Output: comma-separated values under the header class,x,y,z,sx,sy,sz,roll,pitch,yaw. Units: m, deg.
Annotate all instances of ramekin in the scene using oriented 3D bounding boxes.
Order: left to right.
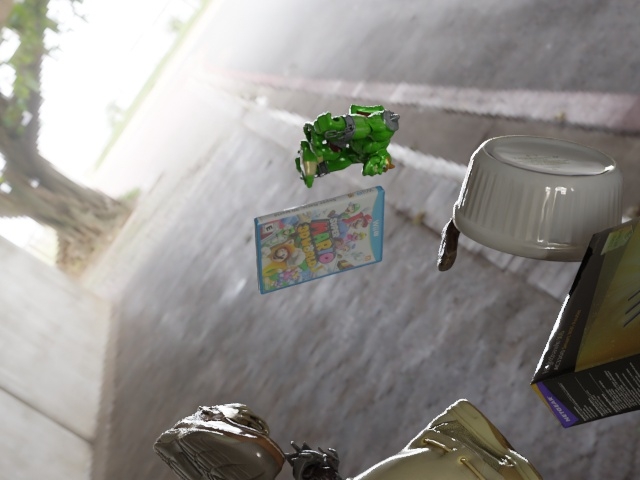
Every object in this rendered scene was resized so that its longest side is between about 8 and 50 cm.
class,x,y,z,sx,sy,sz,roll,pitch,yaw
ramekin,0.346,-0.073,1.880,0.273,0.273,0.127,-84,0,-68

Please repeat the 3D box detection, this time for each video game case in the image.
class,x,y,z,sx,sy,sz,roll,pitch,yaw
video game case,0.000,0.000,1.494,0.015,0.166,0.119,-122,23,-44

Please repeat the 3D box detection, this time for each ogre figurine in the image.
class,x,y,z,sx,sy,sz,roll,pitch,yaw
ogre figurine,0.036,-0.129,1.574,0.197,0.118,0.097,97,159,-57

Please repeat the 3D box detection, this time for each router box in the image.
class,x,y,z,sx,sy,sz,roll,pitch,yaw
router box,0.410,0.070,1.452,0.243,0.081,0.309,-26,21,41

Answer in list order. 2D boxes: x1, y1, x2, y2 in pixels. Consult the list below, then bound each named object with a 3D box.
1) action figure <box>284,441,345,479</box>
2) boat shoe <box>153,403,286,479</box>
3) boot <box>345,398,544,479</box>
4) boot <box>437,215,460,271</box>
class,x,y,z,sx,sy,sz,roll,pitch,yaw
action figure,0.022,0.378,1.611,0.099,0.185,0.285,-38,28,18
boat shoe,-0.133,0.282,1.716,0.116,0.123,0.324,-44,17,-25
boot,0.124,0.284,1.205,0.203,0.095,0.262,-30,33,-8
boot,0.240,-0.010,2.126,0.114,0.037,0.106,-69,5,-50
